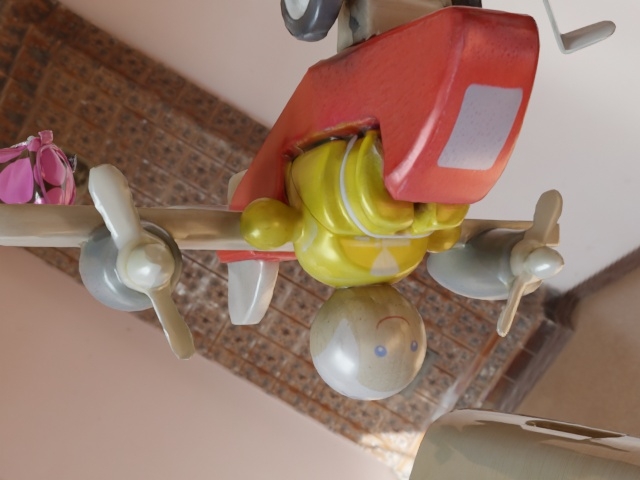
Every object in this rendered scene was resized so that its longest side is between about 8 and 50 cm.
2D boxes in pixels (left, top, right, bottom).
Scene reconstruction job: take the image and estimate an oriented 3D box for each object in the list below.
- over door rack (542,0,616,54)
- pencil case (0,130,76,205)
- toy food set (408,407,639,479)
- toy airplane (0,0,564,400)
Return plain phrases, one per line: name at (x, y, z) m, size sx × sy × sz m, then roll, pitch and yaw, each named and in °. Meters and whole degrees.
over door rack at (0.236, -0.272, 0.420) m, size 0.324 × 0.108 × 0.240 m, roll -30°, pitch 31°, yaw 30°
pencil case at (-0.374, -0.054, 0.857) m, size 0.095 × 0.209 × 0.098 m, roll -73°, pitch -28°, yaw -72°
toy food set at (0.134, 0.264, 0.496) m, size 0.219 × 0.092 × 0.306 m, roll -5°, pitch 64°, yaw 58°
toy airplane at (0.000, 0.000, 0.630) m, size 0.384 × 0.385 × 0.273 m, roll 46°, pitch -152°, yaw -64°
